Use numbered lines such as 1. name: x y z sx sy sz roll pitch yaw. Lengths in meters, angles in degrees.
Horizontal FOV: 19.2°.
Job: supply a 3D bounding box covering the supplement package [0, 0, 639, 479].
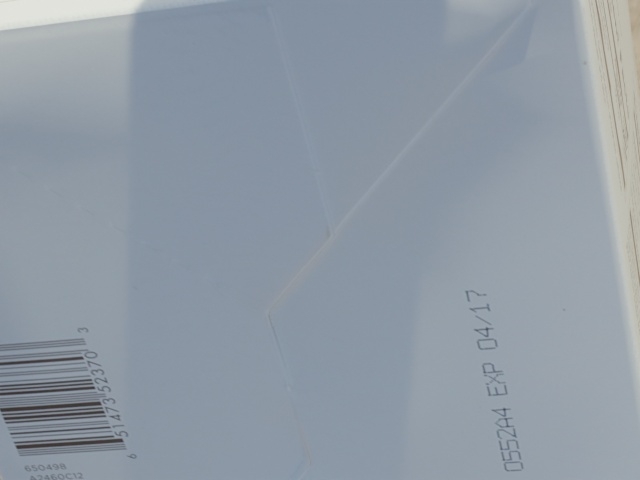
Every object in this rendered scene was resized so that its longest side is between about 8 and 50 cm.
1. supplement package: 0.000 0.000 0.593 0.204 0.145 0.262 -5 127 14
